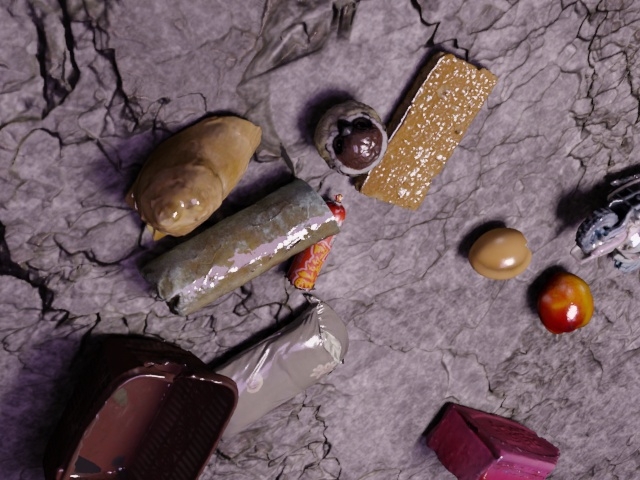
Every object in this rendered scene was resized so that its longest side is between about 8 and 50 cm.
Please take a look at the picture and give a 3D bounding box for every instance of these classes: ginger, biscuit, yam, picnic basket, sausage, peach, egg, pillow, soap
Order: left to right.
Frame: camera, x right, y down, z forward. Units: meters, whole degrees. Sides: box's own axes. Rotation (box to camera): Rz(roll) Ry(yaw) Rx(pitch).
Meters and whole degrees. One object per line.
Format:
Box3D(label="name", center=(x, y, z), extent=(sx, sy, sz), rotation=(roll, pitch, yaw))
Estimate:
Box3D(label="picnic basket", center=(-0.263, 0.262, 1.743), extent=(0.222, 0.129, 0.297), rotation=(13, 114, -39))
Box3D(label="ginger", center=(-0.140, -0.079, 1.578), extent=(0.193, 0.122, 0.115), rotation=(-42, 117, -8))
Box3D(label="yam", center=(-0.105, 0.011, 1.685), extent=(0.259, 0.093, 0.093), rotation=(-30, 135, -12))
Box3D(label="pillow", center=(-0.067, 0.197, 1.883), extent=(0.255, 0.059, 0.169), rotation=(-34, 139, -10))
Box3D(label="sausage", center=(0.000, 0.000, 1.784), extent=(0.050, 0.048, 0.145), rotation=(24, 110, -4))
Box3D(label="biscuit", center=(0.144, -0.150, 1.781), extent=(0.131, 0.025, 0.231), rotation=(17, 112, -43))
Box3D(label="egg", center=(0.272, 0.022, 1.968), extent=(0.096, 0.080, 0.080), rotation=(-22, 133, -24))
Box3D(label="soap", center=(0.308, 0.372, 2.219), extent=(0.250, 0.162, 0.099), rotation=(21, 104, -45))
Box3D(label="peach", center=(0.399, 0.101, 2.116), extent=(0.100, 0.101, 0.101), rotation=(-19, 132, -22))

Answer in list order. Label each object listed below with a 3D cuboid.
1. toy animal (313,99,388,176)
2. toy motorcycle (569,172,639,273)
Box3D(label="toy animal", center=(0.050, -0.121, 1.689), extent=(0.098, 0.098, 0.137), rotation=(-42, 143, 0))
Box3D(label="toy motorcycle", center=(0.495, -0.005, 2.081), extent=(0.239, 0.108, 0.204), rotation=(-12, 139, -15))
